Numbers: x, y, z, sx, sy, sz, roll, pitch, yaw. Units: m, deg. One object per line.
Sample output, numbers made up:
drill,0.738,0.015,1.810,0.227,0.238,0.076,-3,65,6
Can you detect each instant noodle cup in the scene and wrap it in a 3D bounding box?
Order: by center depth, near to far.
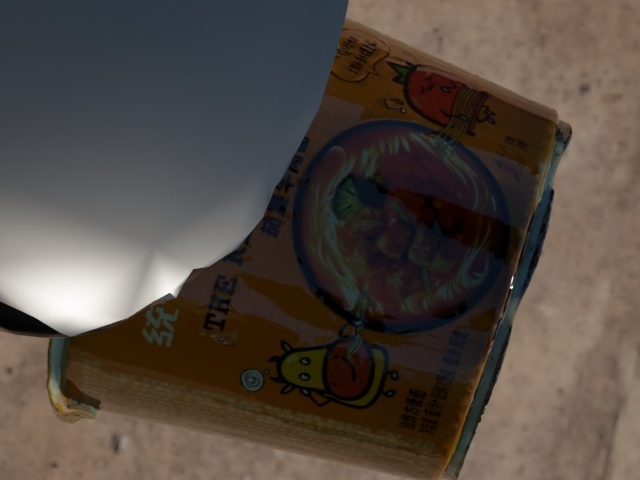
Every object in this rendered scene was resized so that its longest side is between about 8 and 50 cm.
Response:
instant noodle cup,0.000,0.000,0.730,0.216,0.172,0.216,18,90,-86

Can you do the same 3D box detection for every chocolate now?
chocolate,-0.135,-0.144,0.483,0.225,0.210,0.340,-8,97,-53
